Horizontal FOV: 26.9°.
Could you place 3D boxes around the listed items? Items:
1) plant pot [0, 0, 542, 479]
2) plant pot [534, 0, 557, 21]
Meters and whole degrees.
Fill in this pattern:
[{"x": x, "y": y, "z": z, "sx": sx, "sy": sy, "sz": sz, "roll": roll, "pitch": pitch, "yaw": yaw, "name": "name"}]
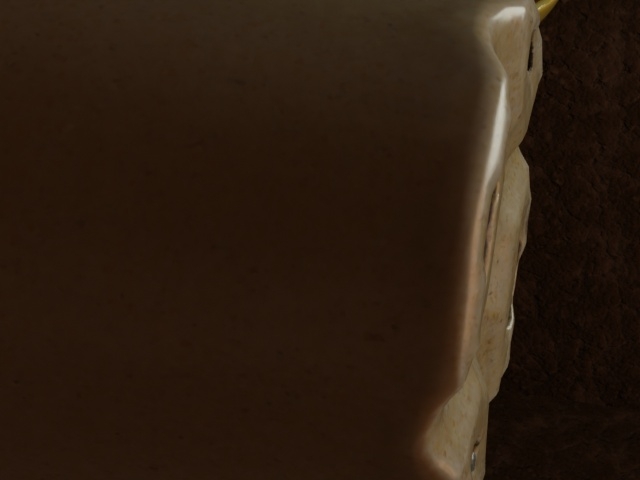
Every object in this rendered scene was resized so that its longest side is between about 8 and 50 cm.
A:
[{"x": -0.069, "y": -0.010, "z": 0.586, "sx": 0.334, "sy": 0.305, "sz": 0.334, "roll": 8, "pitch": 90, "yaw": -78, "name": "plant pot"}, {"x": 0.186, "y": -0.354, "z": 1.760, "sx": 0.239, "sy": 0.253, "sz": 0.254, "roll": 113, "pitch": -12, "yaw": -74, "name": "plant pot"}]
